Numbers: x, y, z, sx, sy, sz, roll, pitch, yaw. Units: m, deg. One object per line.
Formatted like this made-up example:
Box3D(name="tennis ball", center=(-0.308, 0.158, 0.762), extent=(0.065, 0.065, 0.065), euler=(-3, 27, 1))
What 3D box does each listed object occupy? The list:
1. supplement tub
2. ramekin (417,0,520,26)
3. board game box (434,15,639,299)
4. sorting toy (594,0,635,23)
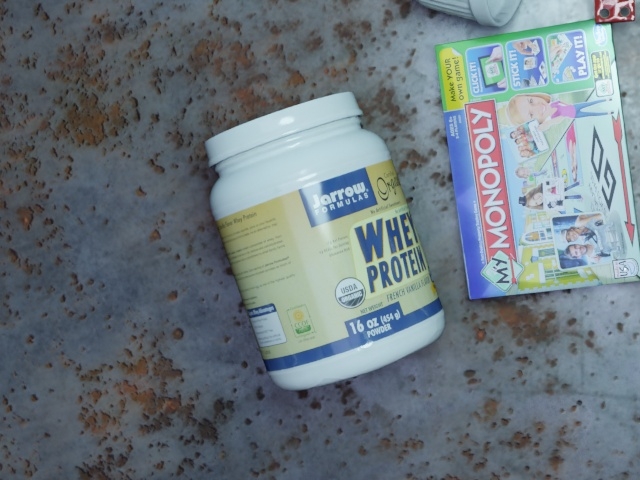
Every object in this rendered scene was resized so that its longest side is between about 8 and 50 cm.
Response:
Box3D(name="supplement tub", center=(0.000, 0.000, 1.531), extent=(0.228, 0.228, 0.316), euler=(-19, 91, 16))
Box3D(name="ramekin", center=(0.171, -0.357, 1.463), extent=(0.109, 0.207, 0.207), euler=(12, 99, 22))
Box3D(name="board game box", center=(0.266, -0.097, 1.545), extent=(0.213, 0.046, 0.317), euler=(-8, 94, 15))
Box3D(name="sorting toy", center=(0.377, -0.376, 1.479), extent=(0.132, 0.046, 0.275), euler=(-4, 90, 15))
